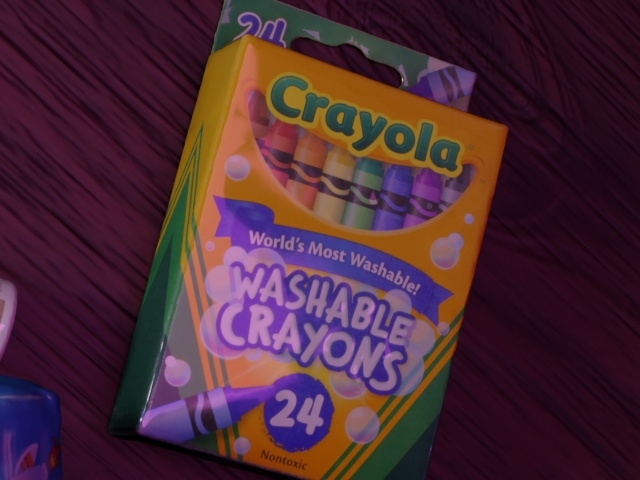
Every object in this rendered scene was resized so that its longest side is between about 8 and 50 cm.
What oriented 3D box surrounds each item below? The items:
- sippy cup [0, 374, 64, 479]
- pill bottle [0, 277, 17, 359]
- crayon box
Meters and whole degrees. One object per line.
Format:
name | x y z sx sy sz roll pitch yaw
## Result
sippy cup | -0.242 0.182 1.062 0.240 0.305 0.224 7 89 -6
pill bottle | -0.255 0.041 1.172 0.120 0.067 0.067 18 79 -19
crayon box | 0.000 0.000 1.267 0.203 0.083 0.323 17 79 -19
